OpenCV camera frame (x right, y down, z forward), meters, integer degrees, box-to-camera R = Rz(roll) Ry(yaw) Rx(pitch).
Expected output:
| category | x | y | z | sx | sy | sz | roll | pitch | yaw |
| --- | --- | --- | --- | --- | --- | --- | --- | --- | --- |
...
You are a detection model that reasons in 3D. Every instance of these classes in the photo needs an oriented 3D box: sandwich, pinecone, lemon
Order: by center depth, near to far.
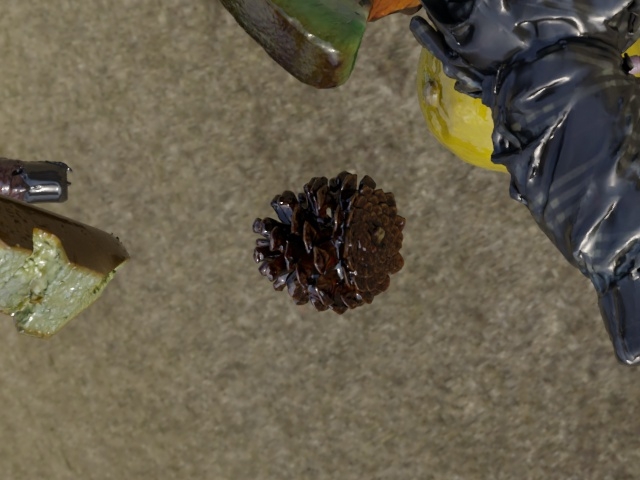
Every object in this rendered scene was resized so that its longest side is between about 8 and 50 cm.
| category | x | y | z | sx | sy | sz | roll | pitch | yaw |
| --- | --- | --- | --- | --- | --- | --- | --- | --- | --- |
| sandwich | 0.036 | -0.284 | 0.886 | 0.250 | 0.301 | 0.162 | 58 | 145 | 8 |
| sandwich | -0.261 | 0.020 | 0.905 | 0.090 | 0.244 | 0.088 | -42 | 49 | 20 |
| pinecone | 0.000 | 0.004 | 1.175 | 0.165 | 0.163 | 0.163 | -3 | 107 | 38 |
| lemon | 0.313 | -0.260 | 1.572 | 0.348 | 0.348 | 0.348 | 28 | 129 | 41 |

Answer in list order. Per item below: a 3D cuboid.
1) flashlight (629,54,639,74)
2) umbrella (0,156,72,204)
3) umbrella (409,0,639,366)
| category | x | y | z | sx | sy | sz | roll | pitch | yaw |
| --- | --- | --- | --- | --- | --- | --- | --- | --- | --- |
| flashlight | 0.369 | -0.221 | 1.339 | 0.031 | 0.110 | 0.052 | -101 | -3 | -49 |
| umbrella | -0.476 | -0.075 | 1.289 | 0.090 | 0.326 | 0.094 | 140 | 126 | -75 |
| umbrella | 0.167 | -0.091 | 0.640 | 0.128 | 0.154 | 0.336 | 86 | 159 | -71 |
